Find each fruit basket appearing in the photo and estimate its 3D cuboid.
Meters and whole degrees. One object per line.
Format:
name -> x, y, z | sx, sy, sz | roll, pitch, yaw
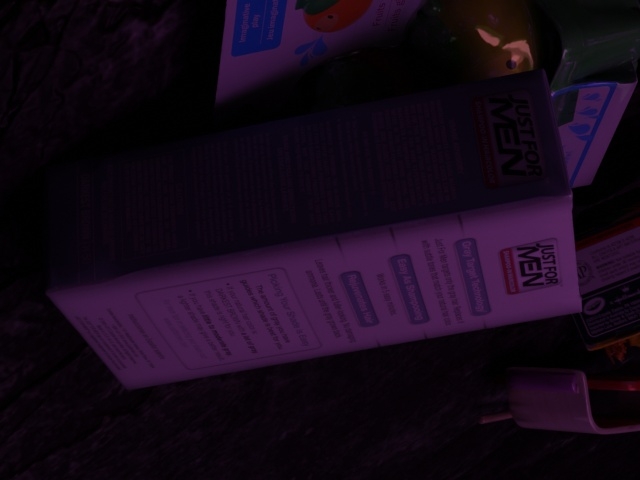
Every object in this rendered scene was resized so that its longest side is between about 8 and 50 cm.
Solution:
fruit basket -> 0.080, -0.105, 1.137 | 0.353, 0.165, 0.327 | -18, 148, -24

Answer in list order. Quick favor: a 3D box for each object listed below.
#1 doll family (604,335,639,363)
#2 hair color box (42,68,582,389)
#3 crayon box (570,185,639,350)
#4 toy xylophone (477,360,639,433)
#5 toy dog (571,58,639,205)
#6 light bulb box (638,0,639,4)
doll family -> 0.410, 0.079, 1.775 | 0.263, 0.163, 0.118 | 91, 23, -52
hair color box -> 0.000, 0.000, 1.073 | 0.374, 0.113, 0.185 | -10, 151, 8
crayon box -> 0.403, -0.037, 1.284 | 0.363, 0.106, 0.313 | -23, -178, 17
toy xylophone -> 0.345, 0.202, 1.860 | 0.323, 0.236, 0.081 | 4, 85, -56
toy dog -> 0.370, -0.178, 1.425 | 0.334, 0.161, 0.220 | -20, 154, -9
light bulb box -> 0.440, -0.332, 1.175 | 0.361, 0.225, 0.358 | -32, 149, -15
